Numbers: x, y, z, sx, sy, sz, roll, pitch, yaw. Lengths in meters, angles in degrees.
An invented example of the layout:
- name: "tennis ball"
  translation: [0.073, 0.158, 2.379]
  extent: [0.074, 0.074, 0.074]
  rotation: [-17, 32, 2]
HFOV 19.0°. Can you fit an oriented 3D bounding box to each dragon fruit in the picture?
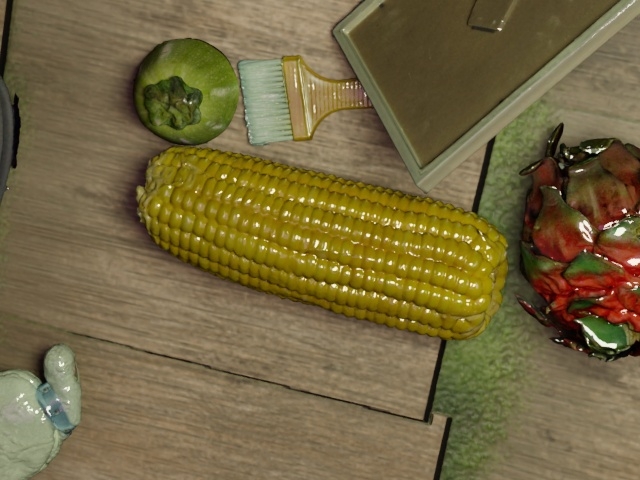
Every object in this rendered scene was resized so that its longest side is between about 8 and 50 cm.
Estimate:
- name: "dragon fruit"
  translation: [0.255, 0.004, 1.685]
  extent: [0.182, 0.182, 0.189]
  rotation: [4, 110, 10]

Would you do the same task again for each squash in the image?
- name: "squash"
  translation: [-0.136, -0.129, 1.751]
  extent: [0.105, 0.132, 0.105]
  rotation: [2, 100, 9]

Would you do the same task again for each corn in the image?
- name: "corn"
  translation: [0.000, 0.000, 1.753]
  extent: [0.344, 0.131, 0.131]
  rotation: [14, 103, 10]

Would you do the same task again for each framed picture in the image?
- name: "framed picture"
  translation: [0.162, -0.214, 1.655]
  extent: [0.315, 0.232, 0.024]
  rotation: [-41, 135, 16]

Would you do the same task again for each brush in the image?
- name: "brush"
  translation: [0.033, -0.137, 1.780]
  extent: [0.218, 0.010, 0.082]
  rotation: [-5, 99, 11]

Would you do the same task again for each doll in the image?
- name: "doll"
  translation: [-0.306, 0.186, 1.874]
  extent: [0.103, 0.071, 0.214]
  rotation: [46, 109, 1]

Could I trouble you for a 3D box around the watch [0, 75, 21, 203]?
- name: "watch"
  translation: [-0.418, -0.025, 1.764]
  extent: [0.314, 0.335, 0.327]
  rotation: [21, 85, 12]
